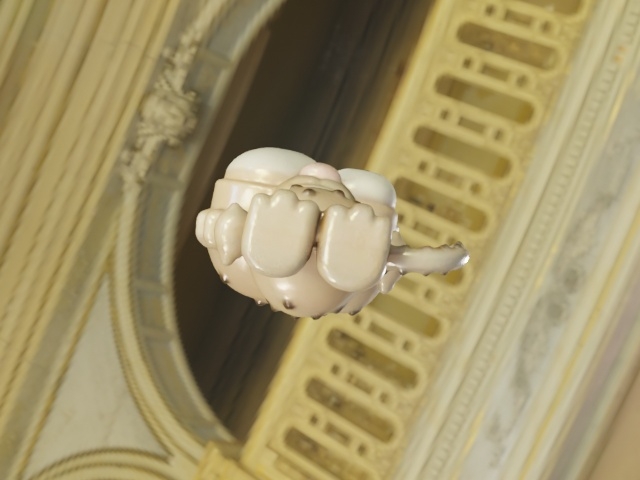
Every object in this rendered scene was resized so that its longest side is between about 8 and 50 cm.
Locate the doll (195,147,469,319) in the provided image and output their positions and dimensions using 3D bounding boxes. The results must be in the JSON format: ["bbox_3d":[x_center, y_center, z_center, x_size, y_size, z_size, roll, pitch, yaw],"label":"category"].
[{"bbox_3d":[-0.002,0.000,0.863,0.154,0.278,0.119,11,-90,-11],"label":"doll"}]
